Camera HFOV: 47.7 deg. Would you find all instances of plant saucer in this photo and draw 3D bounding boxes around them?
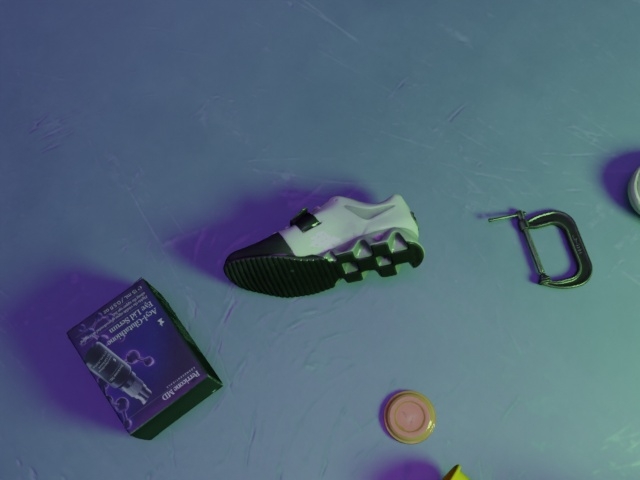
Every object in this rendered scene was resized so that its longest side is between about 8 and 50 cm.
[{"bbox_3d":[0.142,0.281,1.153,0.083,0.013,0.083,-2,71,5],"label":"plant saucer"}]

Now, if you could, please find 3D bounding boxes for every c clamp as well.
[{"bbox_3d":[0.376,0.014,1.218,0.137,0.022,0.161,-19,69,-6],"label":"c clamp"}]

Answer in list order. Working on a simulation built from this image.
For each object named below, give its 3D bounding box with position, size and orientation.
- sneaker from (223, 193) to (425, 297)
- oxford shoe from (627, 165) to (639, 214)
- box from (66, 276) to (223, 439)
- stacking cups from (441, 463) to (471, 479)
[{"bbox_3d":[0.000,0.000,1.221,0.330,0.122,0.146,-9,53,4],"label":"sneaker"},{"bbox_3d":[0.732,-0.072,1.154,0.449,0.130,0.169,10,74,10],"label":"oxford shoe"},{"bbox_3d":[-0.282,0.193,1.175,0.153,0.108,0.207,-37,72,-8],"label":"box"},{"bbox_3d":[0.299,0.459,1.044,0.316,0.096,0.096,36,78,12],"label":"stacking cups"}]
